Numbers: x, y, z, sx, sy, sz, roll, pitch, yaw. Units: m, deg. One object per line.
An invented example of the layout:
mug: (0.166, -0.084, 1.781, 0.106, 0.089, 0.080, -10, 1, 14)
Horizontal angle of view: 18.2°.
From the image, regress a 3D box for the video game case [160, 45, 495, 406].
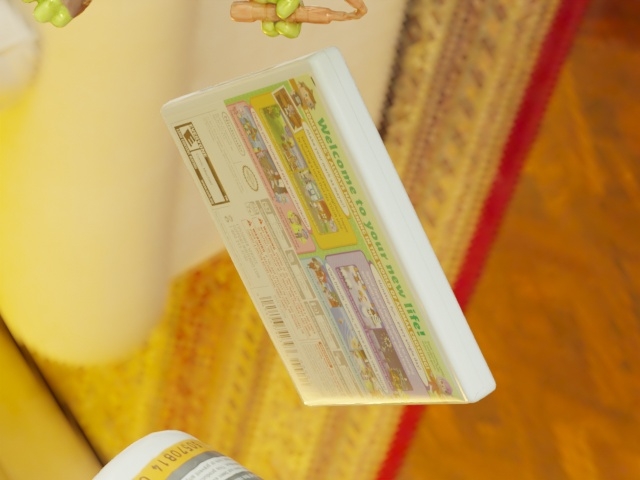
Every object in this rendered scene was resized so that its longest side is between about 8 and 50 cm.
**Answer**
video game case: (0.000, 0.000, 1.166, 0.193, 0.023, 0.212, -10, 108, 60)

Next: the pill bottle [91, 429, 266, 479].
pill bottle: (-0.014, 0.236, 1.096, 0.278, 0.162, 0.162, 30, 146, 19)

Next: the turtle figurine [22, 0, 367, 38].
turtle figurine: (-0.110, -0.200, 1.066, 0.269, 0.087, 0.217, 39, 149, -30)
